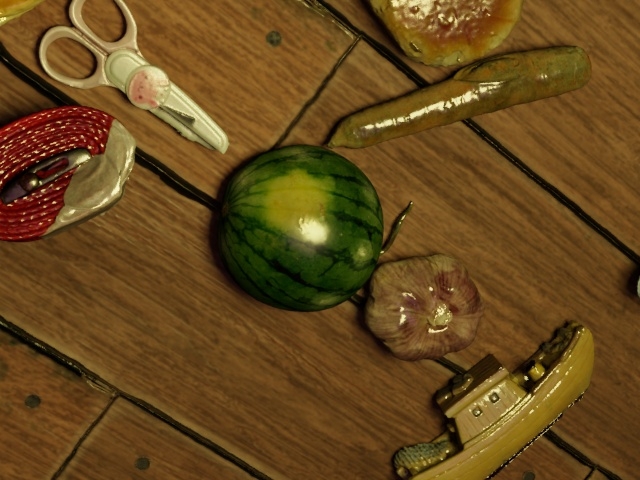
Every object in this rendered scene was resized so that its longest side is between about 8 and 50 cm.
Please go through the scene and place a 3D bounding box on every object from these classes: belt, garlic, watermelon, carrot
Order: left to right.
[{"bbox_3d":[-0.302,-0.072,1.266,0.200,0.124,0.128,-25,93,-10],"label":"belt"},{"bbox_3d":[-0.007,-0.001,1.365,0.232,0.127,0.204,30,95,-27],"label":"watermelon"},{"bbox_3d":[0.133,0.087,1.442,0.159,0.102,0.147,24,104,-21],"label":"garlic"},{"bbox_3d":[0.167,-0.174,1.385,0.342,0.070,0.070,-17,112,-6],"label":"carrot"}]

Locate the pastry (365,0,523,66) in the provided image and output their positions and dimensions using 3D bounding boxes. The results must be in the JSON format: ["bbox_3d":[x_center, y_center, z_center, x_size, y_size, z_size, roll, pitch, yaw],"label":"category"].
[{"bbox_3d":[0.141,-0.298,1.320,0.182,0.093,0.192,-28,113,-1],"label":"pastry"}]

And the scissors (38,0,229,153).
[{"bbox_3d":[-0.200,-0.180,1.304,0.242,0.030,0.118,37,96,-18],"label":"scissors"}]

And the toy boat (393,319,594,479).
[{"bbox_3d":[0.232,0.220,1.522,0.321,0.089,0.121,-40,101,1],"label":"toy boat"}]

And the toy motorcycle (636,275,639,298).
[{"bbox_3d":[0.535,0.046,1.543,0.254,0.092,0.136,-24,122,-16],"label":"toy motorcycle"}]

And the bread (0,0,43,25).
[{"bbox_3d":[-0.360,-0.339,1.160,0.198,0.120,0.236,-36,114,-3],"label":"bread"}]
